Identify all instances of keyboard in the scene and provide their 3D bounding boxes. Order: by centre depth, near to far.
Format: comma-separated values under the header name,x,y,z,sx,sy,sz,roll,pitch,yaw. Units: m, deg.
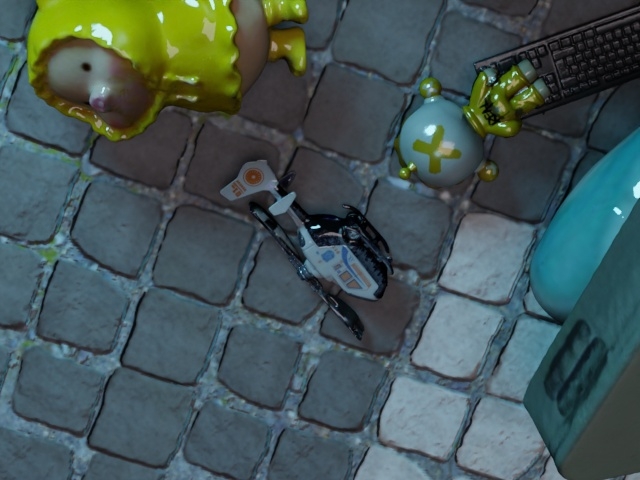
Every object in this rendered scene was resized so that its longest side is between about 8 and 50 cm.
name,x,y,z,sx,sy,sz,roll,pitch,yaw
keyboard,0.241,-0.161,1.441,0.202,0.011,0.067,-20,107,0

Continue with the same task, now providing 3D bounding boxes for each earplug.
name,x,y,z,sx,sy,sz,roll,pitch,yaw
earplug,0.322,-0.040,1.417,0.324,0.185,0.185,-40,107,14

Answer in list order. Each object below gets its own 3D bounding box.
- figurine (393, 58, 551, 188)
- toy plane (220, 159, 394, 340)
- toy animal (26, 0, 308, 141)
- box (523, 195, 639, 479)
name,x,y,z,sx,sy,sz,roll,pitch,yaw
figurine,0.134,-0.098,1.416,0.143,0.068,0.101,-11,100,5
toy plane,0.000,-0.001,1.443,0.078,0.053,0.197,-38,111,15
toy animal,-0.126,-0.167,1.332,0.229,0.156,0.156,-1,107,-5
box,0.400,0.039,1.335,0.396,0.111,0.396,-6,143,-24
